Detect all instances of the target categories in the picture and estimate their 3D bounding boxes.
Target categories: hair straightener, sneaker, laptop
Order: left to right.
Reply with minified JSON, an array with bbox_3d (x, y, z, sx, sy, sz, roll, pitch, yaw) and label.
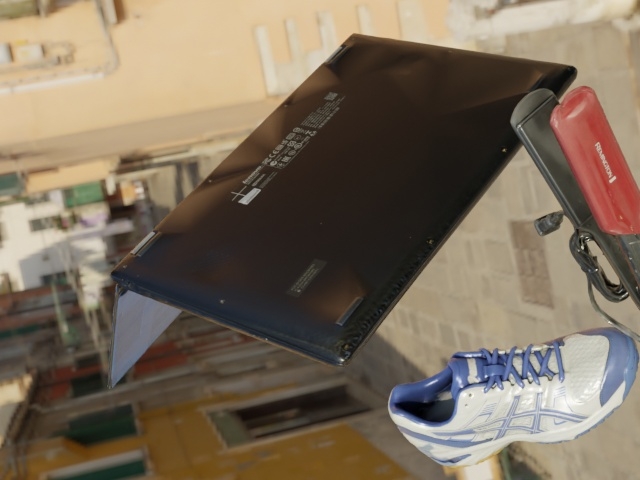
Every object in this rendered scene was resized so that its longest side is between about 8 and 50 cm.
[{"bbox_3d":[0.000,0.000,1.048,0.408,0.382,0.236,16,142,37],"label":"laptop"},{"bbox_3d":[0.213,0.171,1.204,0.131,0.296,0.112,38,-147,-35],"label":"sneaker"},{"bbox_3d":[0.195,-0.009,0.732,0.230,0.047,0.089,52,162,-25],"label":"hair straightener"}]
